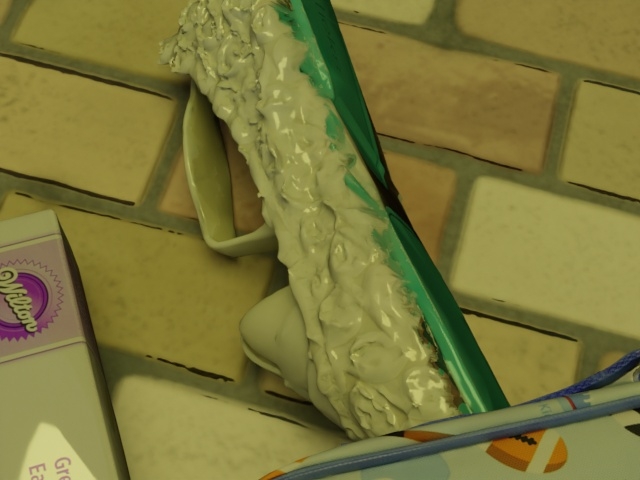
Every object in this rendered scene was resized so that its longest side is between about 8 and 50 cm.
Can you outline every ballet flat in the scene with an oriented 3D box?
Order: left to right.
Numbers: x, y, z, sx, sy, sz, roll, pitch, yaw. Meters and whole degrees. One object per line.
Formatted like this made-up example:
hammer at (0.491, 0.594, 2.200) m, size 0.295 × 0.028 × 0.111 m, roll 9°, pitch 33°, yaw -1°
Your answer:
ballet flat at (0.000, 0.000, 0.647) m, size 0.146 × 0.147 × 0.409 m, roll -16°, pitch 62°, yaw -10°

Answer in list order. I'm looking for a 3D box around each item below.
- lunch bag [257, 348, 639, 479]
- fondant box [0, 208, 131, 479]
lunch bag at (0.109, 0.174, 0.429) m, size 0.303 × 0.115 × 0.243 m, roll -8°, pitch 63°, yaw -15°
fondant box at (-0.271, 0.141, 0.565) m, size 0.330 × 0.096 × 0.238 m, roll -15°, pitch 64°, yaw -11°
